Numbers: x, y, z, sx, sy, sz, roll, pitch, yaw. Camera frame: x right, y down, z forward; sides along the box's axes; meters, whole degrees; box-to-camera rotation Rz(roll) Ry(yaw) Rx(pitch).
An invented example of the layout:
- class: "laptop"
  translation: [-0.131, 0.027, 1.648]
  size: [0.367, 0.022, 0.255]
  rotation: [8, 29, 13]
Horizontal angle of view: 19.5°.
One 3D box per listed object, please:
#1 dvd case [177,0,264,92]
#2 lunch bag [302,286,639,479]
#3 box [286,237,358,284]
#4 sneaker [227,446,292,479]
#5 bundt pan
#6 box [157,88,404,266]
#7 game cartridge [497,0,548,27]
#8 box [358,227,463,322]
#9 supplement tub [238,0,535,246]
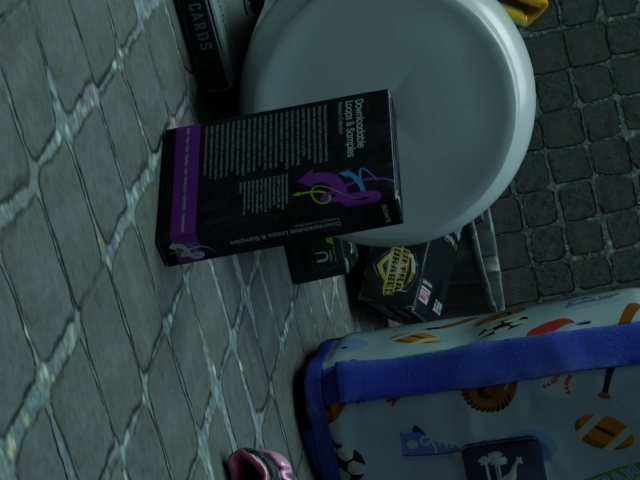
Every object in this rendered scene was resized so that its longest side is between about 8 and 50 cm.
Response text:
- class: "dvd case"
  translation: [-0.091, -0.241, 1.515]
  size: [0.238, 0.030, 0.179]
  rotation: [-77, 155, -66]
- class: "lunch bag"
  translation: [0.173, 0.171, 1.706]
  size: [0.385, 0.328, 0.239]
  rotation: [60, 23, -68]
- class: "box"
  translation: [0.000, 0.000, 1.699]
  size: [0.083, 0.052, 0.062]
  rotation: [-46, 124, -78]
- class: "sneaker"
  translation: [-0.040, 0.195, 1.272]
  size: [0.057, 0.047, 0.119]
  rotation: [47, 25, -60]
- class: "bundt pan"
  translation: [0.148, -0.040, 2.416]
  size: [0.331, 0.124, 0.330]
  rotation: [-11, 90, -81]
- class: "box"
  translation: [-0.026, -0.043, 1.252]
  size: [0.116, 0.162, 0.029]
  rotation: [-91, 167, -47]
- class: "game cartridge"
  translation: [0.086, -0.384, 2.012]
  size: [0.285, 0.053, 0.323]
  rotation: [8, 46, -53]
- class: "box"
  translation: [0.124, -0.054, 2.101]
  size: [0.295, 0.073, 0.293]
  rotation: [39, 63, -78]
- class: "supplement tub"
  translation: [0.056, -0.121, 1.545]
  size: [0.325, 0.235, 0.235]
  rotation: [-75, 152, -81]
